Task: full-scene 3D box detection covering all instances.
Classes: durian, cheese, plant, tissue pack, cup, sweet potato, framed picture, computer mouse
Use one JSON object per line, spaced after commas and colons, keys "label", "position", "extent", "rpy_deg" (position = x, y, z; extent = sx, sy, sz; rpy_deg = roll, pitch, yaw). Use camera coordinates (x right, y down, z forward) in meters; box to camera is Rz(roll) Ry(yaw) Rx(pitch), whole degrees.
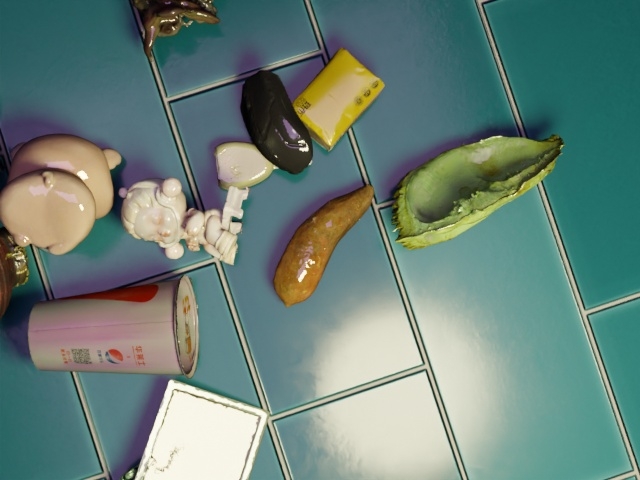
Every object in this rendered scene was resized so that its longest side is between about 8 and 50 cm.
{"label": "durian", "position": [0.292, -0.113, 1.787], "extent": [0.394, 0.198, 0.163], "rpy_deg": [-26, 88, -5]}
{"label": "cheese", "position": [-0.113, -0.154, 1.850], "extent": [0.192, 0.037, 0.097], "rpy_deg": [-6, 89, -2]}
{"label": "plant", "position": [-0.288, -0.500, 1.790], "extent": [0.204, 0.178, 0.234], "rpy_deg": [-24, 83, -4]}
{"label": "tissue pack", "position": [0.028, -0.277, 1.840], "extent": [0.120, 0.082, 0.169], "rpy_deg": [42, 87, 1]}
{"label": "cup", "position": [-0.387, 0.169, 1.761], "extent": [0.288, 0.203, 0.203], "rpy_deg": [-5, 88, 3]}
{"label": "sweet potato", "position": [0.000, -0.002, 1.823], "extent": [0.097, 0.097, 0.292], "rpy_deg": [35, 85, -1]}
{"label": "framed picture", "position": [-0.235, 0.427, 1.789], "extent": [0.216, 0.016, 0.273], "rpy_deg": [22, 78, -16]}
{"label": "computer mouse", "position": [-0.094, -0.222, 1.796], "extent": [0.073, 0.122, 0.217], "rpy_deg": [-13, 67, -37]}

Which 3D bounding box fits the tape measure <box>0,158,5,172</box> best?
{"label": "tape measure", "position": [-0.749, -0.154, 1.802], "extent": [0.330, 0.084, 0.164], "rpy_deg": [18, 59, 29]}

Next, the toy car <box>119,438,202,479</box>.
{"label": "toy car", "position": [-0.300, 0.449, 1.804], "extent": [0.186, 0.058, 0.093], "rpy_deg": [-32, 93, -19]}

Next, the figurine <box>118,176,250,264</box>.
{"label": "figurine", "position": [-0.272, -0.053, 1.784], "extent": [0.257, 0.182, 0.144], "rpy_deg": [15, 71, 0]}

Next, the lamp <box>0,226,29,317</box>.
{"label": "lamp", "position": [-0.664, 0.058, 1.732], "extent": [0.247, 0.247, 0.247], "rpy_deg": [0, 87, -2]}

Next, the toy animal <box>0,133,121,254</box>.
{"label": "toy animal", "position": [-0.498, -0.090, 1.740], "extent": [0.210, 0.221, 0.229], "rpy_deg": [8, 88, -5]}
